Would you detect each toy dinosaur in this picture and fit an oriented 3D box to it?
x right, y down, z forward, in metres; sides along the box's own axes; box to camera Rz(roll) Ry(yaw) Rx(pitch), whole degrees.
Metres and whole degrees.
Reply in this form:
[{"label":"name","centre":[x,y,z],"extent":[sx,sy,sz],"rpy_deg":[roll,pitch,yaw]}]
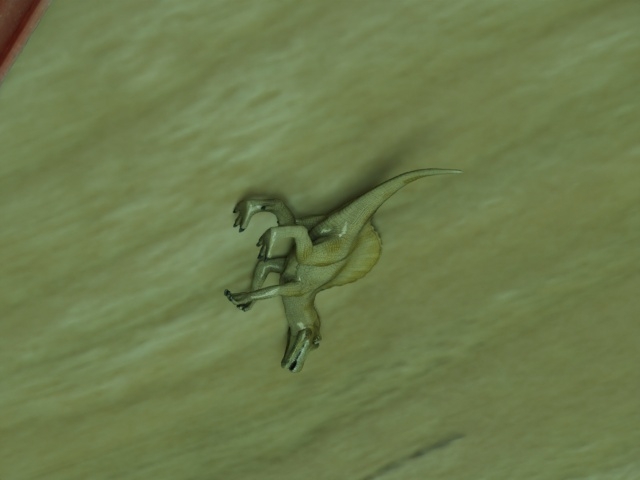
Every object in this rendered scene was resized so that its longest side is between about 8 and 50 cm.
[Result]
[{"label":"toy dinosaur","centre":[0.000,0.000,1.139],"extent":[0.092,0.053,0.183],"rpy_deg":[9,134,-30]}]

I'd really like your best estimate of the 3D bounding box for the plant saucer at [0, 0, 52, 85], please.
[{"label":"plant saucer","centre":[-0.296,-0.119,1.017],"extent":[0.258,0.048,0.259],"rpy_deg":[25,121,-21]}]
